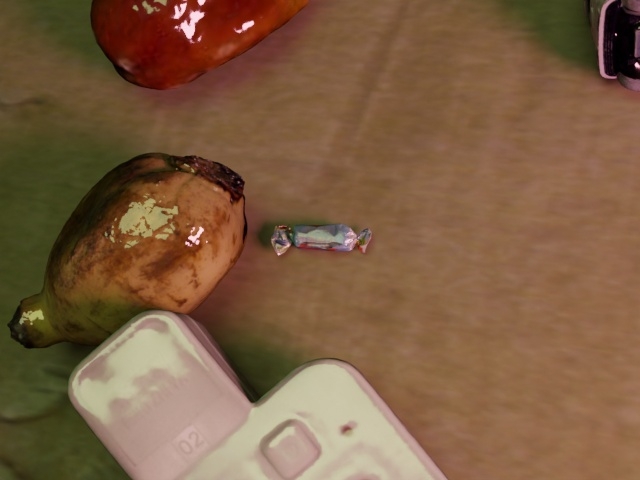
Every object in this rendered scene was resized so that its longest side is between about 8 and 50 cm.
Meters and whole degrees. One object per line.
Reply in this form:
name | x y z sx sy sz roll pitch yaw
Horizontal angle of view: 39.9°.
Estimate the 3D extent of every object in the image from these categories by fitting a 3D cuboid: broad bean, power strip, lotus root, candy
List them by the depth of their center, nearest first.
power strip | -0.054 0.174 0.626 0.229 0.141 0.261 -40 79 -4
lotus root | -0.149 0.014 0.697 0.214 0.138 0.138 -37 65 6
candy | 0.000 0.000 0.723 0.083 0.020 0.030 4 70 13
broad bean | -0.101 -0.233 0.788 0.228 0.122 0.156 -37 63 1

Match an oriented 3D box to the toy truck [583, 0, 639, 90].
toy truck | 0.333 -0.210 0.684 0.253 0.114 0.124 -12 53 9
